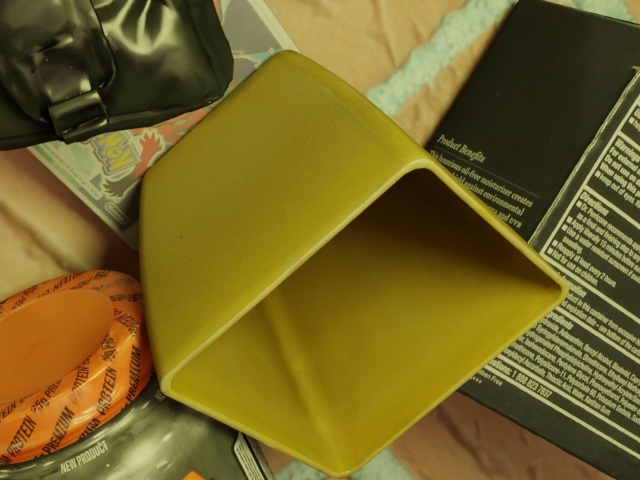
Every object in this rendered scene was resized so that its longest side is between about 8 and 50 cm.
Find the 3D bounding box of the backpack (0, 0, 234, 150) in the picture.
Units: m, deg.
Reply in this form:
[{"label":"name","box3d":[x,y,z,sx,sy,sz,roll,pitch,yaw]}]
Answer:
[{"label":"backpack","box3d":[-0.215,-0.244,0.739,0.290,0.273,0.355,-11,119,-3]}]

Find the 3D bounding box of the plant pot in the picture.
[{"label":"plant pot","box3d":[0.000,0.000,0.934,0.212,0.187,0.212,-41,139,12]}]

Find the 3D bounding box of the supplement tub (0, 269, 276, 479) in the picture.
[{"label":"supplement tub","box3d":[-0.129,0.202,0.976,0.207,0.207,0.338,-32,119,-15]}]

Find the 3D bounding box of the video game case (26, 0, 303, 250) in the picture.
[{"label":"video game case","box3d":[-0.105,-0.098,0.932,0.183,0.023,0.201,-35,139,4]}]

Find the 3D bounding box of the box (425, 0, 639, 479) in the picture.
[{"label":"box","box3d":[0.224,0.011,1.115,0.296,0.183,0.294,32,92,-35]}]
